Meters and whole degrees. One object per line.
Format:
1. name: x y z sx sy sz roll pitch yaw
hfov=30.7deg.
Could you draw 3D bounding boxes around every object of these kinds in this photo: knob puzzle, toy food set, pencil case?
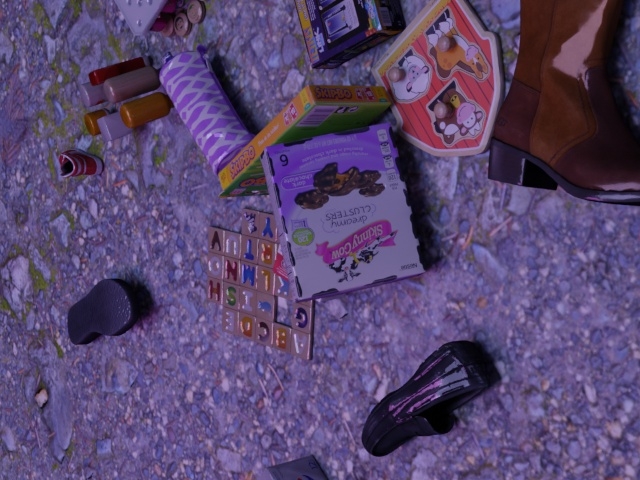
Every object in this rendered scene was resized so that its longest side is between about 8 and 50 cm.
1. knob puzzle: 0.147 -0.186 1.415 0.213 0.030 0.213 8 101 45
2. toy food set: -0.305 -0.230 1.864 0.232 0.105 0.111 -6 105 64
3. pencil case: -0.158 -0.188 1.704 0.088 0.086 0.206 -36 68 14

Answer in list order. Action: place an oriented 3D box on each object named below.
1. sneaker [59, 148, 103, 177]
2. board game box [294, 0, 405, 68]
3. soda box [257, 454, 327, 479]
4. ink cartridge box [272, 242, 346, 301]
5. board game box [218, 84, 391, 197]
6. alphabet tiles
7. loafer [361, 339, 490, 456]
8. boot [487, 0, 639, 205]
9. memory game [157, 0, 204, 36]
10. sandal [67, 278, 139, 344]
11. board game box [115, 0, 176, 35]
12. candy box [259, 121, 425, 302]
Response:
1. sneaker: -0.435 -0.134 2.010 0.118 0.067 0.042 13 104 45
2. board game box: 0.028 -0.325 1.509 0.141 0.048 0.170 -20 81 48
3. soda box: -0.084 0.439 1.703 0.098 0.091 0.286 55 130 27
4. ink cartridge box: 0.000 0.000 1.571 0.099 0.056 0.135 31 116 35
5. board game box: -0.030 -0.126 1.530 0.259 0.124 0.039 -42 61 47
6. alphabet tiles: -0.091 0.054 1.717 0.237 0.009 0.198 13 105 44
7. loafer: 0.129 0.213 1.456 0.223 0.076 0.078 -49 53 34
8. boot: 0.306 -0.182 1.232 0.264 0.096 0.280 19 102 52
9. memory game: -0.224 -0.405 1.789 0.186 0.012 0.186 8 101 46
10. sandal: -0.364 0.121 1.992 0.254 0.055 0.097 -18 75 56
11. board game box: -0.249 -0.576 1.752 0.390 0.050 0.390 -49 61 36
12. candy box: 0.027 -0.034 1.460 0.070 0.165 0.196 139 118 -79
